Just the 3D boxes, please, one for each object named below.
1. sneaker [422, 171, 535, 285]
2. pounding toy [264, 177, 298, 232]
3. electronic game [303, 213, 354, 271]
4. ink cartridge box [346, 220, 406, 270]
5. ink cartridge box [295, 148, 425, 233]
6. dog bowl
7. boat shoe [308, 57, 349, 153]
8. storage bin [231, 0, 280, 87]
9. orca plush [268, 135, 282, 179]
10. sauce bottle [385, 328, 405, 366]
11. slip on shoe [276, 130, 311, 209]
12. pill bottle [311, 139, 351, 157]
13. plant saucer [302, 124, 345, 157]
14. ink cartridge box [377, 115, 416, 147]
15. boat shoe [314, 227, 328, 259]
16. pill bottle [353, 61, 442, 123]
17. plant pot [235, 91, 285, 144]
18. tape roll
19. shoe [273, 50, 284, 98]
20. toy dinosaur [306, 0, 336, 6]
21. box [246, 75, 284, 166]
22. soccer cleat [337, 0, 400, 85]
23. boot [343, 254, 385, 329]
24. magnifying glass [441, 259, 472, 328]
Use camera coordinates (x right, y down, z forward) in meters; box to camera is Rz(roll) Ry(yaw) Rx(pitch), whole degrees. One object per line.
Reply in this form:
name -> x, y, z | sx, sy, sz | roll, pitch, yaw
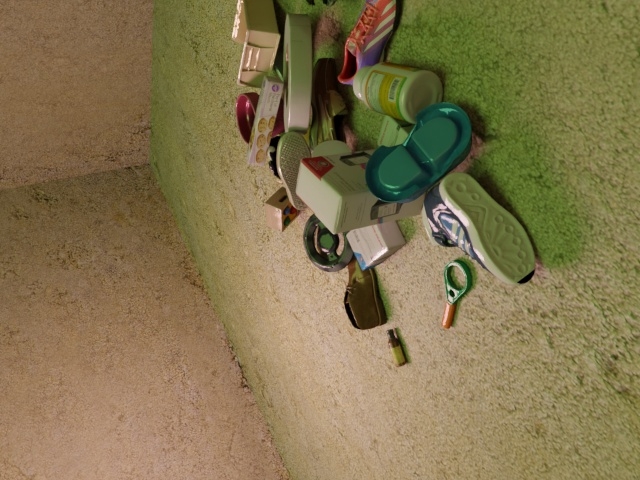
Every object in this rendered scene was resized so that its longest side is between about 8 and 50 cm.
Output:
sneaker -> 0.383, -0.006, 1.366 | 0.322, 0.130, 0.236 | 55, 164, 12
pounding toy -> -0.139, -0.170, 2.198 | 0.094, 0.181, 0.206 | 24, 138, 21
electronic game -> 0.029, 0.000, 1.922 | 0.229, 0.048, 0.229 | 7, 102, 37
ink cartridge box -> 0.178, -0.004, 1.753 | 0.139, 0.082, 0.190 | 66, 150, 14
ink cartridge box -> 0.116, -0.152, 1.546 | 0.226, 0.306, 0.131 | 46, 140, 41
dog bowl -> 0.253, -0.210, 1.357 | 0.297, 0.074, 0.166 | -41, 60, 17
boat shoe -> 0.038, -0.430, 1.768 | 0.120, 0.122, 0.324 | 6, 102, 25
storage bin -> -0.249, -0.755, 2.013 | 0.260, 0.123, 0.262 | 118, 147, -52
orca plush -> -0.159, -0.357, 2.104 | 0.151, 0.287, 0.102 | 36, 115, -9
sauce bottle -> 0.257, 0.369, 1.849 | 0.042, 0.042, 0.128 | -20, 86, 62
slip on shoe -> -0.091, -0.248, 1.864 | 0.331, 0.123, 0.101 | 79, 169, -51
pill bottle -> 0.045, -0.188, 1.755 | 0.153, 0.153, 0.264 | 53, 163, 34
plant saucer -> -0.028, -0.249, 2.002 | 0.333, 0.081, 0.332 | 33, 131, 51
ink cartridge box -> 0.237, -0.277, 1.521 | 0.150, 0.063, 0.109 | 55, 147, 33
boat shoe -> 0.001, 0.000, 2.076 | 0.073, 0.080, 0.223 | 42, 146, 43
pill bottle -> 0.198, -0.405, 1.447 | 0.246, 0.136, 0.136 | 36, 134, 50
plant pot -> -0.212, -0.484, 2.102 | 0.201, 0.180, 0.201 | 36, 135, 48
tape roll -> -0.080, -0.547, 1.784 | 0.392, 0.072, 0.392 | 180, 90, -83
shoe -> -0.151, -0.625, 2.043 | 0.081, 0.063, 0.178 | -37, 75, 57
toy dinosaur -> 0.012, -0.819, 1.626 | 0.160, 0.121, 0.313 | -30, 72, 49
box -> -0.205, -0.428, 1.951 | 0.063, 0.067, 0.324 | -117, 39, -54
soccer cleat -> 0.131, -0.577, 1.497 | 0.108, 0.116, 0.318 | 54, 146, 33
boot -> 0.130, 0.167, 1.897 | 0.112, 0.115, 0.305 | -33, 73, 66
magnifying glass -> 0.380, 0.157, 1.537 | 0.092, 0.026, 0.231 | 42, 137, 44
